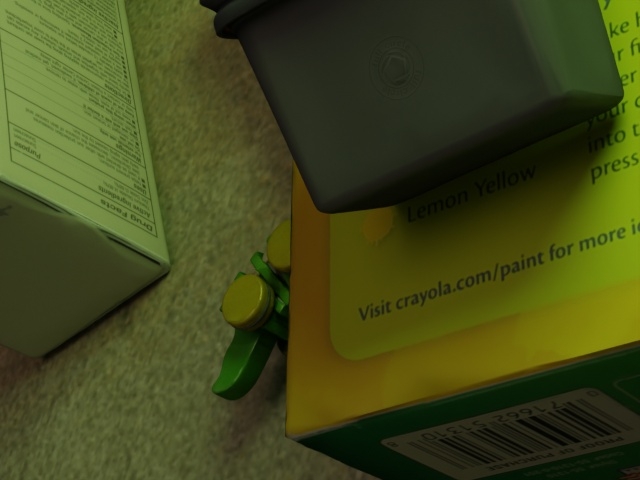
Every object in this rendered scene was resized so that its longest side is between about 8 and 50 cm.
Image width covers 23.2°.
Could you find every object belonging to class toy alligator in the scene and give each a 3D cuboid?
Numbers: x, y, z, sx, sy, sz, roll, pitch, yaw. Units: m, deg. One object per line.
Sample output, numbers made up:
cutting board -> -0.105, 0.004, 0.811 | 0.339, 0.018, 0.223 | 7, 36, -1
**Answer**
toy alligator -> 0.000, 0.000, 0.808 | 0.189, 0.056, 0.051 | -51, 43, 9

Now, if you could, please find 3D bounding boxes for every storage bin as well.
storage bin -> 0.041, -0.069, 0.555 | 0.135, 0.098, 0.091 | -23, 82, 32

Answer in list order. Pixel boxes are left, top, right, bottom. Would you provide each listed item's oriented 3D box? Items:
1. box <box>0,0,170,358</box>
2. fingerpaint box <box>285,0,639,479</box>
box -> -0.202, -0.098, 0.987 | 0.121, 0.148, 0.311 | -34, 47, 24
fingerpaint box -> 0.208, -0.118, 0.603 | 0.445, 0.163, 0.371 | -20, 56, 34
